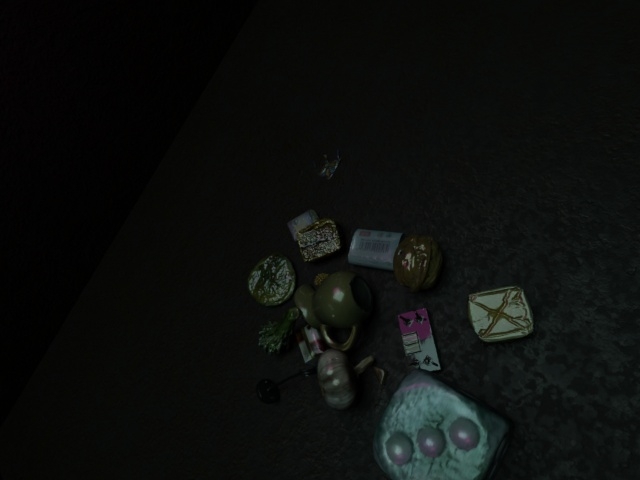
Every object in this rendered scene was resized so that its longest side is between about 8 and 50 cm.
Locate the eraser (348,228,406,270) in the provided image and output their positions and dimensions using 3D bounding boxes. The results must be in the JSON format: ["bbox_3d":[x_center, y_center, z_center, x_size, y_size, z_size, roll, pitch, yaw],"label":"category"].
[{"bbox_3d":[0.247,0.040,1.814,0.227,0.081,0.174,8,76,32],"label":"eraser"}]

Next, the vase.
[{"bbox_3d":[0.065,0.306,1.726,0.302,0.241,0.329,-24,71,33],"label":"vase"}]

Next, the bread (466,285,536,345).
[{"bbox_3d":[0.637,0.268,1.459,0.210,0.110,0.192,-20,66,23],"label":"bread"}]

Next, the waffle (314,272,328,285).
[{"bbox_3d":[0.006,0.190,1.929,0.085,0.016,0.078,8,69,33],"label":"waffle"}]

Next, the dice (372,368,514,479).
[{"bbox_3d":[0.385,0.637,1.305,0.328,0.330,0.348,24,83,37],"label":"dice"}]

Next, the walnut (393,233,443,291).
[{"bbox_3d":[0.387,0.087,1.641,0.198,0.198,0.244,0,68,31],"label":"walnut"}]

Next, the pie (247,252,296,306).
[{"bbox_3d":[-0.243,0.197,2.037,0.277,0.078,0.276,-13,63,28],"label":"pie"}]

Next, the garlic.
[{"bbox_3d":[0.109,0.526,1.618,0.253,0.245,0.245,-20,55,-12],"label":"garlic"}]

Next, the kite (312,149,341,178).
[{"bbox_3d":[0.038,-0.391,2.179,0.183,0.010,0.160,-21,63,26],"label":"kite"}]

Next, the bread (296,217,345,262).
[{"bbox_3d":[0.000,0.000,1.946,0.222,0.096,0.181,-22,81,19],"label":"bread"}]

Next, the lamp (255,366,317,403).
[{"bbox_3d":[-0.127,0.604,1.700,0.371,0.130,0.108,-27,69,37],"label":"lamp"}]

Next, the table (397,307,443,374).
[{"bbox_3d":[0.368,0.381,1.567,0.122,0.111,0.240,-21,59,23],"label":"table"}]

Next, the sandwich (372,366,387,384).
[{"bbox_3d":[0.242,0.528,1.624,0.044,0.031,0.083,-36,54,15],"label":"sandwich"}]

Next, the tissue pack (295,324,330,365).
[{"bbox_3d":[-0.030,0.448,1.781,0.106,0.099,0.148,-34,55,13],"label":"tissue pack"}]

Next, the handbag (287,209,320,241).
[{"bbox_3d":[-0.070,-0.078,2.056,0.173,0.095,0.117,-32,71,22],"label":"handbag"}]

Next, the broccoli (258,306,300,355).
[{"bbox_3d":[-0.168,0.382,1.804,0.304,0.146,0.164,-53,36,43],"label":"broccoli"}]
